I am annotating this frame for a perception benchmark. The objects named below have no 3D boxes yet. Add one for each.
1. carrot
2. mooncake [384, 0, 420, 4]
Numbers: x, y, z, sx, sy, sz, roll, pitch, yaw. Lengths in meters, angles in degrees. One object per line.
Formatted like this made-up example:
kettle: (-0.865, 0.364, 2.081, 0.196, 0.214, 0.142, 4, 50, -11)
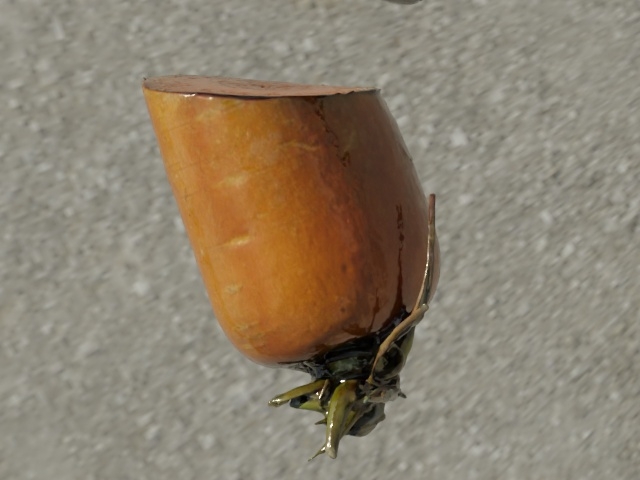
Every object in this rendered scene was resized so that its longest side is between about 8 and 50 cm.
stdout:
carrot: (0.000, 0.000, 1.559, 0.214, 0.193, 0.331, -14, 92, 14)
mooncake: (0.065, -0.313, 1.433, 0.283, 0.141, 0.283, -22, 61, 47)
